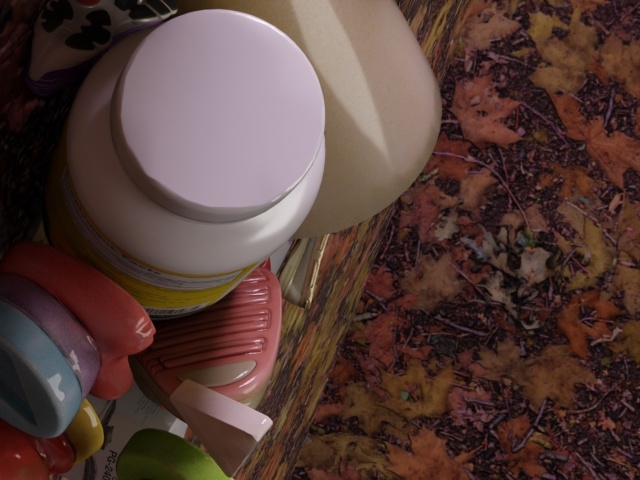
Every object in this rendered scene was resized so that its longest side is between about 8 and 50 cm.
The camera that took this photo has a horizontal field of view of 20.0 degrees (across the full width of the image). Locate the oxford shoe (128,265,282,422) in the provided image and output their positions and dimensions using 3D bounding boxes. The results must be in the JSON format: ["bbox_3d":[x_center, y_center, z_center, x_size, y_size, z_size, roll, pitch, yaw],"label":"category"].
[{"bbox_3d":[-0.108,0.092,1.615,0.397,0.140,0.146,-117,-158,-69],"label":"oxford shoe"}]

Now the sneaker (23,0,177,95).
[{"bbox_3d":[-0.173,-0.160,1.374,0.071,0.068,0.170,-53,172,37],"label":"sneaker"}]

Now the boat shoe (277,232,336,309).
[{"bbox_3d":[0.000,0.000,2.010,0.153,0.048,0.056,-63,180,-7],"label":"boat shoe"}]

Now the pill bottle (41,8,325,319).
[{"bbox_3d":[-0.103,-0.055,1.357,0.188,0.188,0.334,-63,-173,-17],"label":"pill bottle"}]

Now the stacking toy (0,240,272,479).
[{"bbox_3d":[-0.192,0.168,1.440,0.130,0.279,0.309,-47,164,-31],"label":"stacking toy"}]

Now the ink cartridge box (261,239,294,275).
[{"bbox_3d":[-0.088,-0.034,1.960,0.176,0.128,0.127,-62,172,-17],"label":"ink cartridge box"}]

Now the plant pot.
[{"bbox_3d":[-0.043,-0.180,1.580,0.256,0.256,0.274,-62,154,-23],"label":"plant pot"}]

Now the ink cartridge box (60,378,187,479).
[{"bbox_3d":[-0.210,0.177,1.722,0.063,0.150,0.109,-55,166,-52],"label":"ink cartridge box"}]
